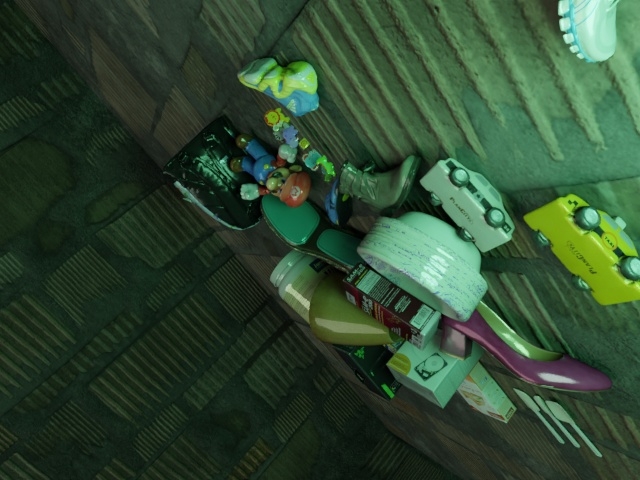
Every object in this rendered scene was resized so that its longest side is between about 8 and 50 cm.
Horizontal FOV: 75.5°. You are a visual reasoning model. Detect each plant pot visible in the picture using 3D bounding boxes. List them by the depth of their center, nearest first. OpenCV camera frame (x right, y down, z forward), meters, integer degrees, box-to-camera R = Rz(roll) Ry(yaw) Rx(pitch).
[{"bbox_3d":[0.135,0.231,1.278,0.255,0.237,0.237,7,138,43],"label":"plant pot"}]

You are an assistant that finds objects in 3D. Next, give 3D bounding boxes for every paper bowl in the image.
[{"bbox_3d":[0.234,0.044,0.921,0.284,0.148,0.284,34,174,4],"label":"paper bowl"}]

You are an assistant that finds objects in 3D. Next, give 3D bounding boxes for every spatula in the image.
[{"bbox_3d":[0.693,0.534,1.204,0.242,0.019,0.168,49,159,-9],"label":"spatula"}]

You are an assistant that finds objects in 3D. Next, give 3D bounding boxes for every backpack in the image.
[{"bbox_3d":[-0.336,-0.205,1.488,0.355,0.290,0.273,43,169,-13],"label":"backpack"}]

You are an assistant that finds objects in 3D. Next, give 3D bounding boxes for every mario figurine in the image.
[{"bbox_3d":[-0.166,-0.209,1.258,0.321,0.170,0.198,36,156,29],"label":"mario figurine"}]

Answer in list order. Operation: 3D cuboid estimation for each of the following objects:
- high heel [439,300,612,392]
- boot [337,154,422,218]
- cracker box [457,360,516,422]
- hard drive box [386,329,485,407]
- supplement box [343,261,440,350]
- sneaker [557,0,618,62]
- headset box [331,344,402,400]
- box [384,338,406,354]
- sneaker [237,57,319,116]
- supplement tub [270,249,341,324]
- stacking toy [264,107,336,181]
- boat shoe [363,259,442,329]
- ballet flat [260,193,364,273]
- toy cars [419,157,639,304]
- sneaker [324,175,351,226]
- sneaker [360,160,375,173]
[{"bbox_3d":[0.468,0.224,0.972,0.378,0.181,0.127,10,-175,29],"label":"high heel"},{"bbox_3d":[0.115,-0.133,0.917,0.161,0.083,0.246,28,160,3],"label":"boot"},{"bbox_3d":[0.520,0.490,1.386,0.232,0.067,0.156,49,160,-11],"label":"cracker box"},{"bbox_3d":[0.340,0.337,1.209,0.181,0.232,0.089,15,143,53],"label":"hard drive box"},{"bbox_3d":[0.176,0.165,1.045,0.240,0.073,0.130,33,160,26],"label":"supplement box"},{"bbox_3d":[0.283,-0.271,0.406,0.083,0.071,0.190,9,139,50],"label":"sneaker"},{"bbox_3d":[0.215,0.377,1.458,0.246,0.283,0.131,53,159,-16],"label":"headset box"},{"bbox_3d":[0.274,0.282,1.324,0.054,0.169,0.059,36,157,28],"label":"box"},{"bbox_3d":[-0.097,-0.348,0.965,0.240,0.091,0.126,26,153,40],"label":"sneaker"},{"bbox_3d":[-0.016,0.195,1.631,0.325,0.235,0.235,41,159,13],"label":"supplement tub"},{"bbox_3d":[-0.047,-0.232,1.058,0.221,0.052,0.167,46,-177,-3],"label":"stacking toy"},{"bbox_3d":[0.247,0.141,1.122,0.340,0.113,0.127,47,117,-2],"label":"boat shoe"},{"bbox_3d":[0.000,0.000,1.365,0.483,0.164,0.182,32,165,25],"label":"ballet flat"},{"bbox_3d":[0.350,-0.038,0.701,0.394,0.087,0.176,31,150,42],"label":"toy cars"},{"bbox_3d":[0.041,-0.119,1.166,0.082,0.069,0.209,42,160,22],"label":"sneaker"},{"bbox_3d":[0.117,-0.165,0.992,0.035,0.031,0.083,34,165,-9],"label":"sneaker"}]
